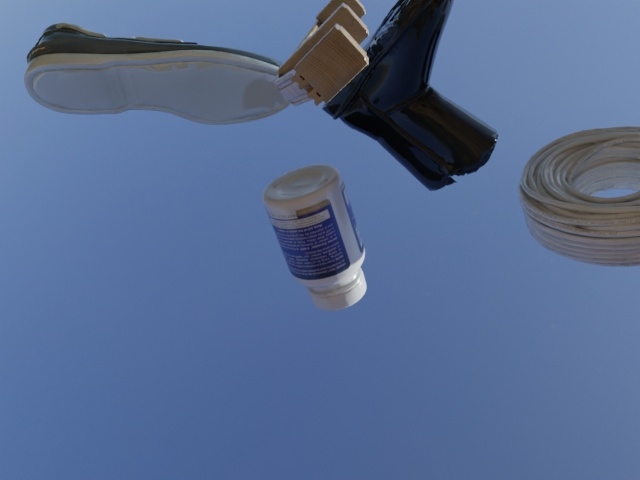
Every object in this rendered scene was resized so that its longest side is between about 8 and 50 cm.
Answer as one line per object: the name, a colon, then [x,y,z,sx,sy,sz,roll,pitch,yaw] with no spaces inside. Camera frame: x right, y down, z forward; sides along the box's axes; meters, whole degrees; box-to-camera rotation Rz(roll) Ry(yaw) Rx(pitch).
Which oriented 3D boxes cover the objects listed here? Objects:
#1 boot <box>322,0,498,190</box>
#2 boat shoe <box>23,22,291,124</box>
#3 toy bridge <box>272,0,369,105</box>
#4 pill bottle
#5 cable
boot: [0.143,-0.185,0.772,0.246,0.207,0.094,-46,-164,46]
boat shoe: [-0.187,-0.215,0.766,0.319,0.116,0.099,-1,-122,-11]
toy bridge: [0.000,-0.117,0.388,0.063,0.026,0.188,-41,-162,21]
pill bottle: [0.000,0.000,0.865,0.112,0.187,0.112,-15,-152,8]
cable: [0.416,-0.070,0.884,0.257,0.089,0.257,-7,-144,21]
